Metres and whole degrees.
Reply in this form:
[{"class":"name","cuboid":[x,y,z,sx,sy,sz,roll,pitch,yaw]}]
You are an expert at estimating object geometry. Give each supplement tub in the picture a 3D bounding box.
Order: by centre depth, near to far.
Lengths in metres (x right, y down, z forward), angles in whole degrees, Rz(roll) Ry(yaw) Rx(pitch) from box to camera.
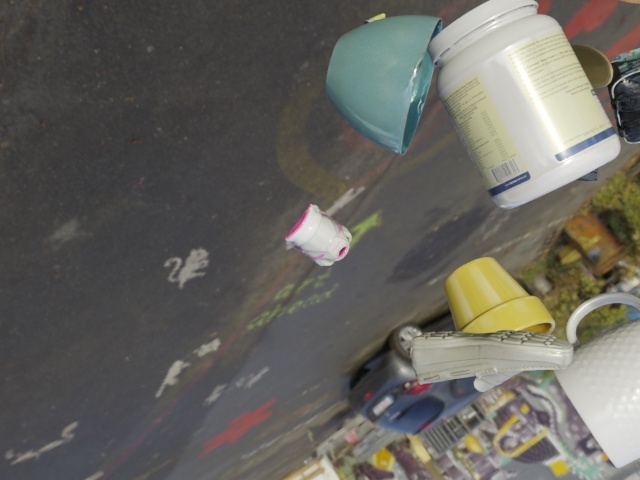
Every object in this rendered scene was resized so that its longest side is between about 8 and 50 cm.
[{"class":"supplement tub","cuboid":[0.349,-0.243,1.181,0.235,0.325,0.235,-26,178,-1]}]

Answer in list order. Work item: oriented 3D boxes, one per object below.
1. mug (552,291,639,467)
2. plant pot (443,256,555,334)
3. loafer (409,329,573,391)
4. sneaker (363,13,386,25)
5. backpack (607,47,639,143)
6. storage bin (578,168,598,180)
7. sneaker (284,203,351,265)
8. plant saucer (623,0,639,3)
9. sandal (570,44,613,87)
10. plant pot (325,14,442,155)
[{"class":"mug","cuboid":[0.734,0.286,1.575,0.328,0.374,0.276,-34,139,13]},{"class":"plant pot","cuboid":[0.455,0.186,1.800,0.253,0.239,0.254,-20,151,-11]},{"class":"loafer","cuboid":[0.323,0.233,1.285,0.319,0.112,0.112,-6,-178,37]},{"class":"sneaker","cuboid":[0.243,-0.666,2.177,0.094,0.208,0.081,-42,170,-21]},{"class":"backpack","cuboid":[0.870,-0.387,1.693,0.253,0.191,0.225,-13,130,28]},{"class":"storage bin","cuboid":[0.627,-0.211,1.730,0.122,0.180,0.084,19,81,-66]},{"class":"sneaker","cuboid":[0.000,0.000,1.311,0.103,0.111,0.252,-53,180,4]},{"class":"plant saucer","cuboid":[0.645,-0.577,1.392,0.200,0.200,0.037,-30,158,-18]},{"class":"sandal","cuboid":[0.588,-0.408,1.534,0.079,0.240,0.088,-13,118,-30]},{"class":"plant pot","cuboid":[0.123,-0.347,1.423,0.290,0.195,0.290,17,90,-80]}]
